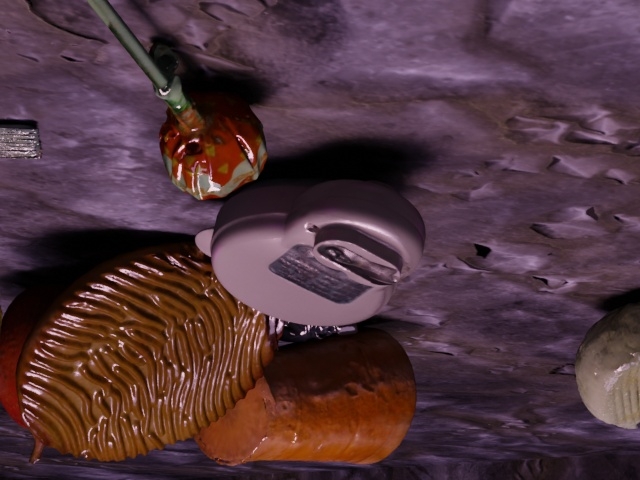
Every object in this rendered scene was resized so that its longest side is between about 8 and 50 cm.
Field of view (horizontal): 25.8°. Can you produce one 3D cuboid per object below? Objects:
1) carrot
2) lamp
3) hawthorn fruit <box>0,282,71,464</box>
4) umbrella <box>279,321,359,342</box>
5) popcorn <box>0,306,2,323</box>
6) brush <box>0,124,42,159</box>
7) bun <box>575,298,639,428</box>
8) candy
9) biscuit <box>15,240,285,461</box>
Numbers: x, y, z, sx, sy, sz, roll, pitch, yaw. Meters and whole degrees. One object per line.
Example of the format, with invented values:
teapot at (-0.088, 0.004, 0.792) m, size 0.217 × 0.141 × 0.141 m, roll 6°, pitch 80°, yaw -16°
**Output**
carrot at (-0.026, 0.199, 1.822) m, size 0.196 × 0.196 × 0.254 m, roll -14°, pitch 165°, yaw 43°
lamp at (0.001, -0.003, 1.289) m, size 0.179 × 0.108 × 0.246 m, roll 24°, pitch 153°, yaw -25°
hawthorn fruit at (-0.305, 0.161, 1.675) m, size 0.196 × 0.225 × 0.196 m, roll 20°, pitch 172°, yaw 3°
umbrella at (-0.063, 0.105, 1.770) m, size 0.224 × 0.080 × 0.071 m, roll -3°, pitch 130°, yaw 0°
popcorn at (-0.451, 0.076, 1.360) m, size 0.282 × 0.247 × 0.282 m, roll 11°, pitch 169°, yaw 2°
brush at (-0.346, -0.087, 1.183) m, size 0.218 × 0.010 × 0.082 m, roll 2°, pitch 164°, yaw -6°
bun at (0.417, 0.140, 1.749) m, size 0.212 × 0.126 × 0.204 m, roll -1°, pitch 139°, yaw -14°
candy at (-0.112, -0.108, 0.997) m, size 0.084 × 0.078 × 0.288 m, roll -32°, pitch 156°, yaw 4°
biscuit at (-0.187, 0.131, 1.565) m, size 0.318 × 0.040 × 0.318 m, roll -18°, pitch 135°, yaw -18°
